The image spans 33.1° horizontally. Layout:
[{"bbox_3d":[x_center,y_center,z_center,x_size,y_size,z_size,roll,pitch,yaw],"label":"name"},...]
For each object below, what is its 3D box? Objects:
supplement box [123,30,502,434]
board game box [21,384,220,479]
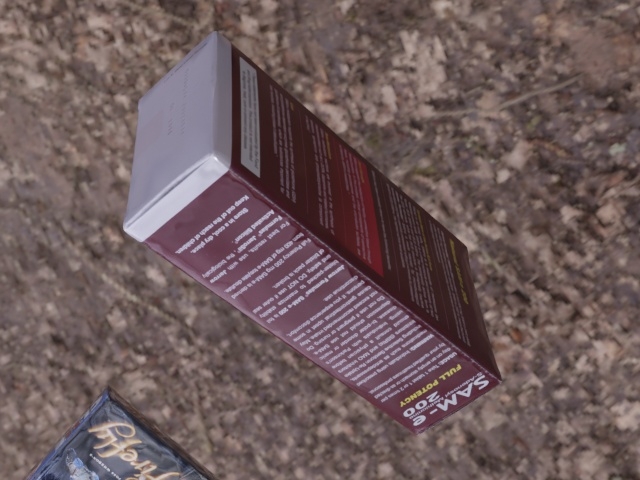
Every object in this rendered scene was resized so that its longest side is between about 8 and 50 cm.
[{"bbox_3d":[0.000,0.000,0.642,0.073,0.130,0.239,-38,122,24],"label":"supplement box"},{"bbox_3d":[-0.172,0.284,1.057,0.243,0.165,0.042,42,178,-12],"label":"board game box"}]
